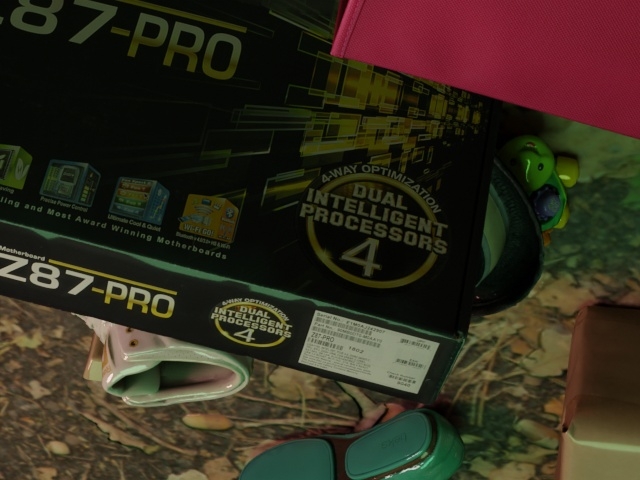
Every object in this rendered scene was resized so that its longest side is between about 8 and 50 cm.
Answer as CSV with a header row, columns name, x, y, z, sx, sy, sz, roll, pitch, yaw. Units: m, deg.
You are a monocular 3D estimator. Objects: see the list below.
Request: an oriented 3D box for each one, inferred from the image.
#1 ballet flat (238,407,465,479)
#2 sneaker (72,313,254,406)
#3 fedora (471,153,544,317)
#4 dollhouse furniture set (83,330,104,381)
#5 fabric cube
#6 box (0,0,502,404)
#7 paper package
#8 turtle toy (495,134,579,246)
name,x,y,z,sx,sy,sz,roll,pitch,yaw
ballet flat,0.036,0.227,1.835,0.247,0.083,0.087,-20,143,33
sneaker,-0.187,0.048,1.625,0.292,0.169,0.108,10,140,5
fedora,0.000,0.000,1.487,0.334,0.152,0.334,21,149,13
dollhouse furniture set,-0.207,0.089,1.716,0.091,0.114,0.081,8,142,1
fabric cube,0.173,-0.246,1.156,0.258,0.259,0.254,14,137,-5
box,-0.079,-0.084,1.280,0.395,0.318,0.097,15,142,-2
paper package,0.366,0.219,1.682,0.324,0.168,0.309,7,138,7
turtle toy,0.158,-0.040,1.522,0.095,0.066,0.130,10,138,3
